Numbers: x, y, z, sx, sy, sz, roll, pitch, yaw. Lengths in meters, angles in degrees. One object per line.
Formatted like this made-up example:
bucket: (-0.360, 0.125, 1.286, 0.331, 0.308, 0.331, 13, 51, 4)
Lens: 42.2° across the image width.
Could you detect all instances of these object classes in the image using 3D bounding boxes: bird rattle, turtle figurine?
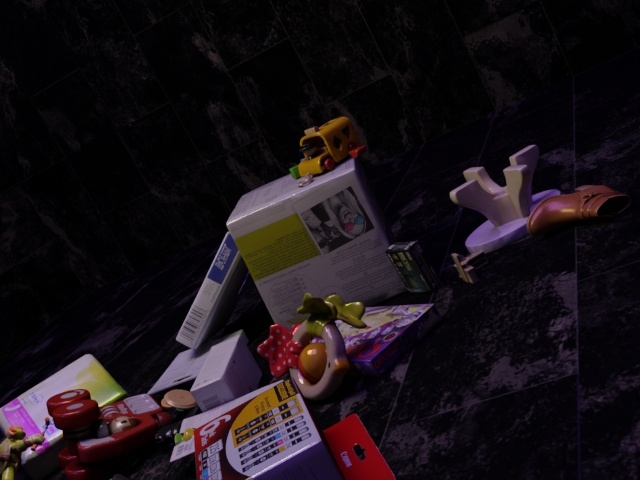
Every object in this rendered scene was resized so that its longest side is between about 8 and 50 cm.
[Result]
bird rattle: (-0.024, 0.221, 1.663, 0.253, 0.143, 0.207, -44, 47, 30)
turtle figurine: (-0.701, 0.507, 1.883, 0.269, 0.087, 0.217, -29, 49, 39)

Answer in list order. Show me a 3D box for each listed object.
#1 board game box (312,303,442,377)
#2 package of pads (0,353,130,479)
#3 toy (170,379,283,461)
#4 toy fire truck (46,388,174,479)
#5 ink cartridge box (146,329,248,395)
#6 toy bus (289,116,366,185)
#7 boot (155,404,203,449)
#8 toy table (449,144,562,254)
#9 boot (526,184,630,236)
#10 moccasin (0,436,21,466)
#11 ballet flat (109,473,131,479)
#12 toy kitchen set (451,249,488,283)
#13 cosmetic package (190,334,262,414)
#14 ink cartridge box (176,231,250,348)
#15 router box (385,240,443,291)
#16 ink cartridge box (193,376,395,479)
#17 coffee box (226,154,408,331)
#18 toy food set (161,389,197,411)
board game box: (0.075, 0.213, 1.787, 0.208, 0.056, 0.347, -41, 18, -32)
package of pads: (-0.654, 0.442, 2.120, 0.296, 0.101, 0.229, -33, 41, -23)
toy: (-0.176, 0.371, 1.651, 0.237, 0.056, 0.137, -21, 21, 12)
toy fire truck: (-0.475, 0.425, 1.902, 0.254, 0.169, 0.302, -13, 7, -23)
ink cartridge box: (-0.315, 0.331, 2.144, 0.223, 0.045, 0.224, -22, 14, 24)
toy bus: (0.002, -0.229, 2.027, 0.191, 0.104, 0.202, -25, 13, 0)
boot: (-0.302, 0.407, 1.828, 0.099, 0.045, 0.121, -25, 14, 25)
toy table: (0.442, -0.102, 1.992, 0.274, 0.160, 0.252, -34, 14, -27)
boot: (0.557, -0.063, 1.801, 0.197, 0.073, 0.152, -32, 17, -7)
moccasin: (-0.745, 0.481, 2.259, 0.342, 0.137, 0.117, -34, 6, -24)
ballet flat: (-0.320, 0.495, 1.436, 0.096, 0.095, 0.280, -19, 23, -2)
toy kitchen set: (0.338, 0.043, 1.842, 0.075, 0.068, 0.083, -30, 13, -7)
cosmetic package: (-0.202, 0.311, 1.828, 0.085, 0.117, 0.231, -24, 15, 13)
ink cartridge box: (-0.263, 0.117, 2.295, 0.324, 0.071, 0.330, -64, -3, 7)
router box: (0.214, 0.062, 1.910, 0.038, 0.122, 0.092, -40, 16, -27)
ink cartridge box: (-0.054, 0.347, 1.341, 0.272, 0.130, 0.309, -28, 12, -6)
coffee box: (0.000, 0.000, 2.110, 0.338, 0.334, 0.337, -23, 13, 8)
toy food set: (-0.328, 0.378, 1.955, 0.083, 0.020, 0.083, 15, 17, 5)
